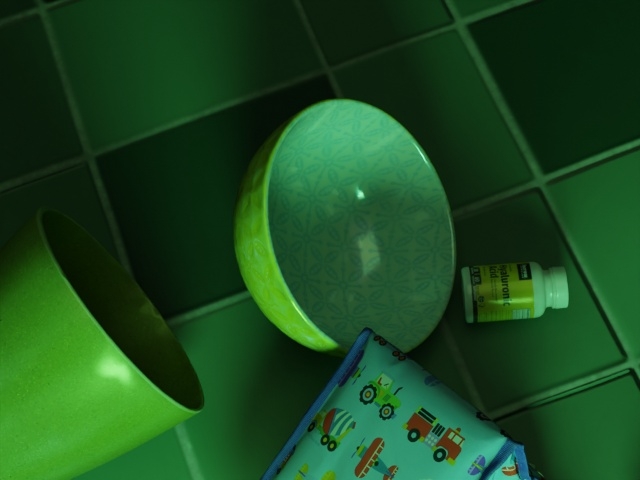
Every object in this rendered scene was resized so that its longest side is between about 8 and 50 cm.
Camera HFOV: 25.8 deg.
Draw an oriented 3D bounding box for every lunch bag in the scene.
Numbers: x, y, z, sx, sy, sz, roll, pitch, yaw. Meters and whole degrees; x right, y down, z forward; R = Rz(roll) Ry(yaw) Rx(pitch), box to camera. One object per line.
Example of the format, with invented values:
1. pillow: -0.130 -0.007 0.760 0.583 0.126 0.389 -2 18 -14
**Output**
1. lunch bag: 0.045 0.273 1.376 0.293 0.138 0.221 -48 49 -7

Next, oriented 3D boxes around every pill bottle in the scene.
1. pill bottle: 0.219 0.057 1.584 0.116 0.065 0.065 -5 63 2

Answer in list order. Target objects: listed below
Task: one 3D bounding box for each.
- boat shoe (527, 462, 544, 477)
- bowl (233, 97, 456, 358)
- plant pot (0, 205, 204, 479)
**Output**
1. boat shoe: 0.198 0.272 1.468 0.088 0.096 0.267 -38 58 -8
2. bowl: 0.000 0.000 1.566 0.156 0.289 0.289 -17 52 47
3. plant pot: -0.325 0.159 1.499 0.293 0.275 0.274 -37 65 4
